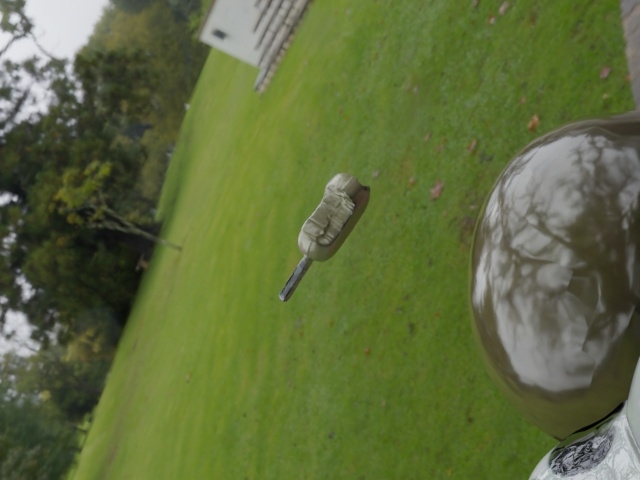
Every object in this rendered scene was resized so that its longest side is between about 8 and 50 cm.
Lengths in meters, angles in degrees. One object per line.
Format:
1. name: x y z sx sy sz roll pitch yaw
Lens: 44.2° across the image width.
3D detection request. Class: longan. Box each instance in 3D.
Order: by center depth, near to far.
1. longan: 0.316 0.047 0.817 0.361 0.360 0.361 -59 16 28

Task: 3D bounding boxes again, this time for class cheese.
1. cheese: 0.000 0.000 1.578 0.286 0.082 0.163 -58 -12 -1

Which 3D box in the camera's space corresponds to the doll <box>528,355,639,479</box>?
1. doll: 0.153 0.099 0.315 0.110 0.106 0.181 -35 -22 -57
